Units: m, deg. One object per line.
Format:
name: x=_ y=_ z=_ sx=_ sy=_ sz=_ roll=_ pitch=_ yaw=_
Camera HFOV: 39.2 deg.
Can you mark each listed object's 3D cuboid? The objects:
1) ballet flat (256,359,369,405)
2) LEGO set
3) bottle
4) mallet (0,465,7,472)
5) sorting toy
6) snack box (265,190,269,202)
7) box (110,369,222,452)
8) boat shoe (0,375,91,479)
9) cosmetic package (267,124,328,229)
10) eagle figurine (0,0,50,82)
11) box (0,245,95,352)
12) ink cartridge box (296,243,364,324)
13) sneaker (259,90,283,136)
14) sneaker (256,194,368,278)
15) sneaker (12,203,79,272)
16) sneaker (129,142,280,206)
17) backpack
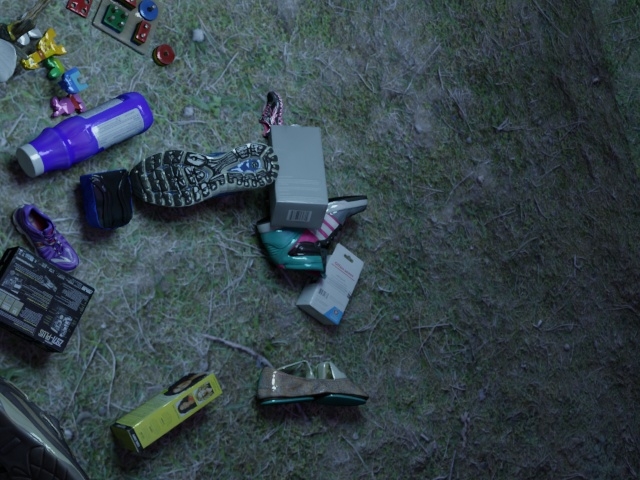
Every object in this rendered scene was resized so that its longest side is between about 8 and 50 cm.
ballet flat: x=-0.012 y=0.343 z=2.169 sx=0.316 sy=0.108 sz=0.106 roll=9 pitch=67 yaw=-37
LEGO set: x=-0.559 y=-0.348 z=1.815 sx=0.093 sy=0.087 sz=0.227 roll=-40 pitch=108 yaw=-33
bottle: x=-0.482 y=-0.215 z=1.841 sx=0.283 sy=0.118 sz=0.092 roll=-34 pitch=107 yaw=-36
mallet: x=-0.619 y=0.442 z=1.711 sx=0.190 sy=0.062 sz=0.039 roll=-4 pitch=90 yaw=-38
sorting toy: x=-0.419 y=-0.503 z=1.962 sx=0.275 sy=0.046 sz=0.132 roll=28 pitch=69 yaw=-32
snack box: x=-0.078 y=-0.163 z=2.209 sx=0.064 sy=0.022 sz=0.178 roll=32 pitch=68 yaw=-34
box: x=-0.329 y=0.362 z=1.930 sx=0.232 sy=0.087 sz=0.058 roll=-33 pitch=108 yaw=-36
boat shoe: x=-0.536 y=0.391 z=1.718 sx=0.355 sy=0.132 sz=0.130 roll=54 pitch=19 yaw=-13
cosmetic package: x=-0.057 y=-0.152 z=2.097 sx=0.127 sy=0.107 sz=0.238 roll=3 pitch=52 yaw=-10
eagle figurine: x=-0.688 y=-0.433 z=1.655 sx=0.298 sy=0.225 sz=0.226 roll=34 pitch=67 yaw=-49
box: x=-0.564 y=0.118 z=1.773 sx=0.180 sy=0.078 sz=0.147 roll=35 pitch=66 yaw=-30
ink cartridge box: x=0.026 y=0.108 z=2.241 sx=0.104 sy=0.060 sz=0.180 roll=38 pitch=65 yaw=-28
sneaker: x=-0.122 y=-0.304 z=2.179 sx=0.057 sy=0.047 sz=0.119 roll=-5 pitch=88 yaw=-26
sneaker: x=0.000 y=0.000 z=2.173 sx=0.296 sy=0.124 sz=0.178 roll=-18 pitch=100 yaw=-24
sneaker: x=-0.548 y=-0.002 z=1.802 sx=0.170 sy=0.071 sz=0.068 roll=51 pitch=59 yaw=-23
sneaker: x=-0.262 y=-0.136 z=2.001 sx=0.330 sy=0.147 sz=0.129 roll=-7 pitch=85 yaw=-18
backpack: x=-0.445 y=-0.083 z=1.870 sx=0.098 sy=0.101 sz=0.120 roll=-15 pitch=99 yaw=-36
